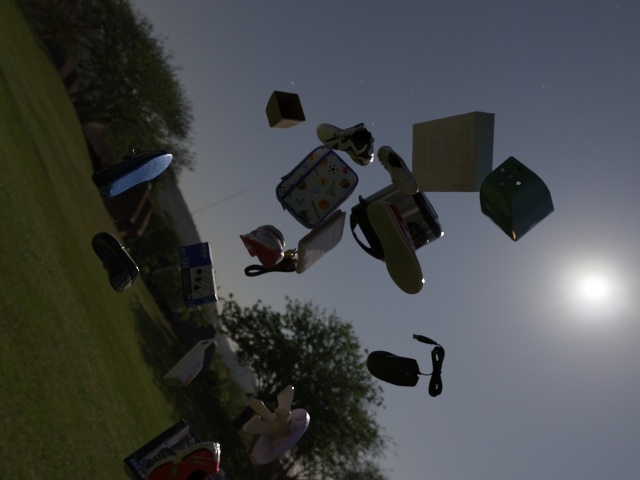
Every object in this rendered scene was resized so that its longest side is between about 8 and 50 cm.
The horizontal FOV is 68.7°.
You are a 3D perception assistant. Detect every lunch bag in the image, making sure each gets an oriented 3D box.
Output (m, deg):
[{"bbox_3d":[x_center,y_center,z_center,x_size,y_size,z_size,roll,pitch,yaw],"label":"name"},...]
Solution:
[{"bbox_3d":[-0.023,-0.205,1.818,0.243,0.303,0.115,46,-6,0],"label":"lunch bag"}]

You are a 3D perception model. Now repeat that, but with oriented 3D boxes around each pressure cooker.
[{"bbox_3d":[0.371,-0.086,2.398,0.369,0.420,0.375,66,17,11],"label":"pressure cooker"}]

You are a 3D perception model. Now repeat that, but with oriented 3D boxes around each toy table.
[{"bbox_3d":[-0.179,0.720,1.854,0.252,0.274,0.160,-13,-72,38],"label":"toy table"}]

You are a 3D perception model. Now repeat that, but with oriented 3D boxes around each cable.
[{"bbox_3d":[-0.232,0.123,2.336,0.139,0.287,0.072,71,4,-51],"label":"cable"}]

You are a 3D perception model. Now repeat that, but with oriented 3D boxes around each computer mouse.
[{"bbox_3d":[0.265,0.383,1.493,0.262,0.060,0.184,12,-84,29],"label":"computer mouse"}]

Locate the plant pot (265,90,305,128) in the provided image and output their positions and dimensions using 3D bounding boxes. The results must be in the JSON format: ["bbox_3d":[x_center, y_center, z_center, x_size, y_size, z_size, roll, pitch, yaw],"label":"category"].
[{"bbox_3d":[-0.134,-0.453,1.664,0.096,0.109,0.109,-29,-107,47],"label":"plant pot"}]

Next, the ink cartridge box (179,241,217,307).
[{"bbox_3d":[-0.387,0.105,1.477,0.046,0.097,0.207,89,-12,-54],"label":"ink cartridge box"}]

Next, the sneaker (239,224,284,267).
[{"bbox_3d":[-0.163,0.002,1.446,0.252,0.111,0.103,26,-35,61],"label":"sneaker"}]

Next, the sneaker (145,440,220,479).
[{"bbox_3d":[-0.414,0.700,1.388,0.107,0.279,0.118,41,20,-40],"label":"sneaker"}]

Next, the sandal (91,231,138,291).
[{"bbox_3d":[-0.827,0.079,1.887,0.086,0.120,0.302,31,-39,39],"label":"sandal"}]

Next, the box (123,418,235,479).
[{"bbox_3d":[-0.489,0.812,1.621,0.307,0.242,0.076,38,-50,25],"label":"box"}]

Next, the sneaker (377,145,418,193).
[{"bbox_3d":[0.255,-0.219,1.504,0.190,0.071,0.083,47,3,-17],"label":"sneaker"}]

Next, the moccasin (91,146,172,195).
[{"bbox_3d":[-0.753,-0.304,1.881,0.117,0.342,0.137,38,-49,11],"label":"moccasin"}]

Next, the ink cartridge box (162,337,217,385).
[{"bbox_3d":[-0.420,0.401,1.545,0.145,0.179,0.045,-21,-73,50],"label":"ink cartridge box"}]

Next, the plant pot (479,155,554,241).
[{"bbox_3d":[0.606,-0.146,1.471,0.165,0.165,0.234,53,6,35],"label":"plant pot"}]

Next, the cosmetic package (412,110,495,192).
[{"bbox_3d":[0.501,-0.329,1.822,0.377,0.097,0.284,-166,-103,-64],"label":"cosmetic package"}]

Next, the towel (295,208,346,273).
[{"bbox_3d":[0.000,0.000,1.930,0.049,0.282,0.187,34,-38,24],"label":"towel"}]

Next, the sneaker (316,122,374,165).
[{"bbox_3d":[0.093,-0.375,1.638,0.235,0.094,0.153,41,-26,14],"label":"sneaker"}]

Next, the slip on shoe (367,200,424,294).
[{"bbox_3d":[0.265,0.018,1.560,0.123,0.101,0.331,-29,-100,43],"label":"slip on shoe"}]
